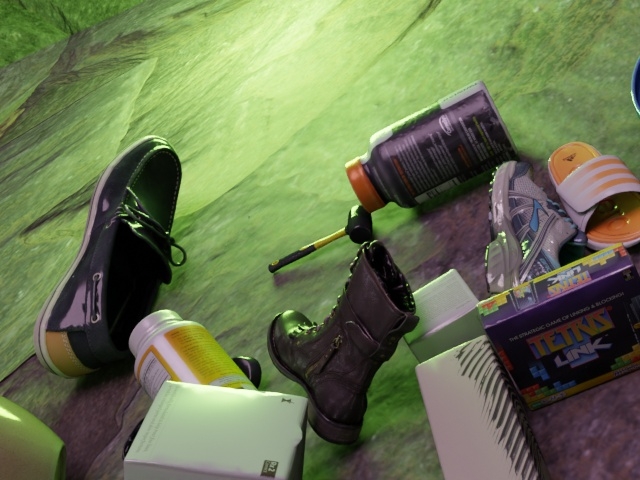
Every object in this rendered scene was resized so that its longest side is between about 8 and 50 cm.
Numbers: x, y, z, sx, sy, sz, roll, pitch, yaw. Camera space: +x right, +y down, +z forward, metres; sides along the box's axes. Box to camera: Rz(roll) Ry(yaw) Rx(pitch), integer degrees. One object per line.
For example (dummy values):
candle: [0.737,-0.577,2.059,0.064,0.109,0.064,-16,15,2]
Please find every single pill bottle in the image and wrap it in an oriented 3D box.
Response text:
pill bottle: [-0.170,0.189,1.340,0.117,0.117,0.215,-39,53,-9]
pill bottle: [0.162,-0.132,1.517,0.245,0.130,0.130,-26,32,12]

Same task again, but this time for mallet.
mallet: [0.000,0.000,1.582,0.189,0.039,0.062,-22,33,26]

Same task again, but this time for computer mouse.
computer mouse: [-0.180,0.245,1.416,0.242,0.041,0.071,-34,56,9]

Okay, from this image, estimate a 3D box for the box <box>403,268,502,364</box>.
box: [0.156,0.112,1.219,0.102,0.101,0.087,-32,32,3]

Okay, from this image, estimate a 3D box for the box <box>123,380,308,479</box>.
box: [-0.114,0.261,1.143,0.181,0.119,0.181,6,21,4]

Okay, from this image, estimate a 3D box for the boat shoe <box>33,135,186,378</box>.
boat shoe: [-0.322,0.016,1.722,0.155,0.187,0.500,-8,45,28]

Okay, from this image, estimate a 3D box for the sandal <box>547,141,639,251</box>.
sandal: [0.353,-0.078,1.321,0.102,0.076,0.265,-30,32,6]

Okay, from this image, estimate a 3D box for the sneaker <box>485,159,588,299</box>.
sneaker: [0.280,0.001,1.285,0.122,0.110,0.283,-3,43,14]

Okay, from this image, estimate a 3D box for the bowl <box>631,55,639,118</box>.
bowl: [0.606,-0.228,1.295,0.391,0.077,0.391,-24,33,17]

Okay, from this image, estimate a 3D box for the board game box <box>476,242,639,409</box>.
board game box: [0.278,0.097,1.092,0.170,0.141,0.048,-26,32,15]

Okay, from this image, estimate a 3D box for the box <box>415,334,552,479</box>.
box: [0.180,0.233,1.029,0.094,0.113,0.275,-26,34,10]

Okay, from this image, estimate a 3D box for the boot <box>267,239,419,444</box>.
boot: [0.033,0.099,1.250,0.263,0.091,0.229,54,130,50]

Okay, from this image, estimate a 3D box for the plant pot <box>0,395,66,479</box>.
plant pot: [-0.451,0.334,1.360,0.190,0.284,0.284,4,34,-7]
